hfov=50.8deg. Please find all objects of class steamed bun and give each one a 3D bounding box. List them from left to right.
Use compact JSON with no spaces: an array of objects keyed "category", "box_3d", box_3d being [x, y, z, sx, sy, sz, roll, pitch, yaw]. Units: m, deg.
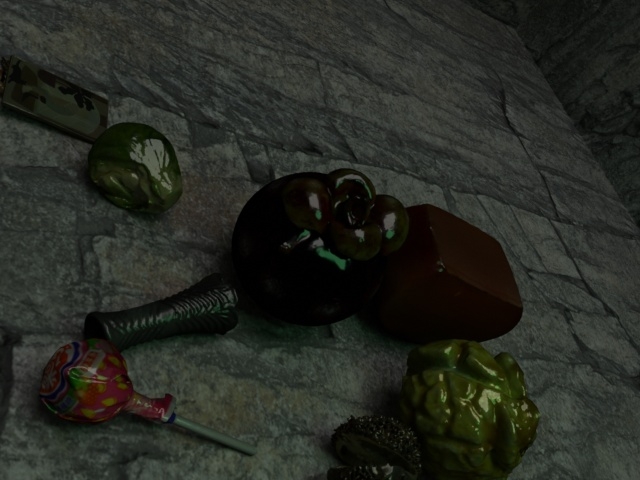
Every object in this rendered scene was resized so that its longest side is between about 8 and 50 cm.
[{"category":"steamed bun","box_3d":[0.250,0.098,1.470,0.379,0.248,0.234,24,44,-40]}]

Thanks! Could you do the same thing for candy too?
[{"category":"candy","box_3d":[-0.241,0.259,1.015,0.366,0.124,0.124,32,39,-29]}]

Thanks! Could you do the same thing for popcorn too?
[{"category":"popcorn","box_3d":[0.268,0.326,1.269,0.247,0.282,0.282,1,46,2]}]

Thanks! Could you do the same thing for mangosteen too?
[{"category":"mangosteen","box_3d":[0.000,0.000,1.253,0.307,0.347,0.306,22,48,-26]}]

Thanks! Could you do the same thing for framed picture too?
[{"category":"framed picture","box_3d":[-0.505,-0.267,1.300,0.201,0.010,0.135,23,42,-36]}]

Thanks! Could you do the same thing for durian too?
[{"category":"durian","box_3d":[0.101,0.393,1.149,0.196,0.167,0.195,9,76,-38]}]

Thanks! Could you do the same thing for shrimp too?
[{"category":"shrimp","box_3d":[-0.591,-0.303,1.269,0.059,0.023,0.108,-22,71,-42]}]

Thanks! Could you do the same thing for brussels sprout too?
[{"category":"brussels sprout","box_3d":[-0.335,-0.140,1.258,0.183,0.131,0.145,29,45,-12]}]

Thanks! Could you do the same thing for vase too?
[{"category":"vase","box_3d":[-0.260,0.128,1.107,0.238,0.115,0.115,-11,63,-45]}]
